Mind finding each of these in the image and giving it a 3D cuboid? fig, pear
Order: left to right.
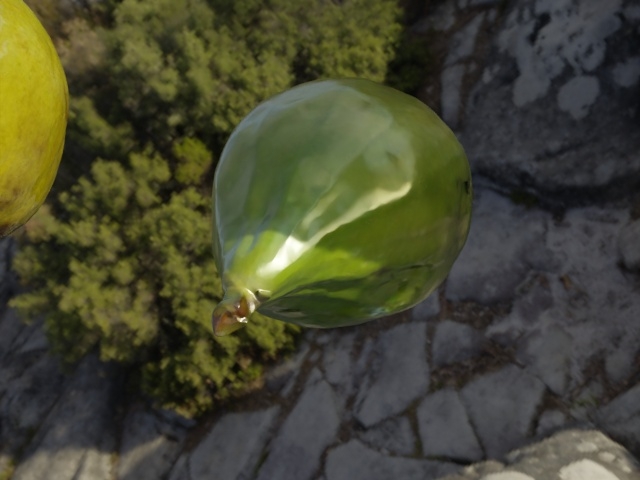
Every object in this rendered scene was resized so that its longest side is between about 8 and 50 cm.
[{"bbox_3d":[-0.192,-0.058,0.448,0.149,0.149,0.162,-37,46,16],"label":"pear"},{"bbox_3d":[0.024,-0.015,0.789,0.233,0.233,0.314,-42,17,8],"label":"fig"}]
